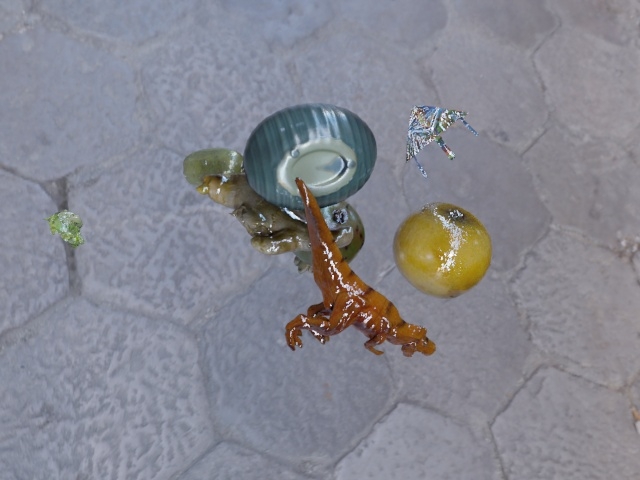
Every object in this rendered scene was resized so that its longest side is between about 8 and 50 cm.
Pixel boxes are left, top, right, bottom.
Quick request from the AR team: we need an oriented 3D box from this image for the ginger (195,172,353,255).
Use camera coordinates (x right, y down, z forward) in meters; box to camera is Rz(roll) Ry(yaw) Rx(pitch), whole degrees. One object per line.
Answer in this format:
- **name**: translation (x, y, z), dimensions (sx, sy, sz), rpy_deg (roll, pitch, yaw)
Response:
- **ginger**: translation (-0.105, -0.049, 1.359), dimensions (0.333, 0.080, 0.166), rpy_deg (38, 56, 25)

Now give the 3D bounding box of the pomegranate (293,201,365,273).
- **pomegranate**: translation (-0.007, -0.011, 1.571), dimensions (0.179, 0.210, 0.179), rpy_deg (32, 47, -42)

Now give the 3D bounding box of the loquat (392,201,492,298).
- **loquat**: translation (0.318, 0.020, 1.791), dimensions (0.263, 0.263, 0.263), rpy_deg (8, 64, -18)

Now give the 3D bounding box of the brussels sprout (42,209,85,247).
- **brussels sprout**: translation (-0.488, -0.023, 1.331), dimensions (0.058, 0.085, 0.085), rpy_deg (-39, 84, -28)

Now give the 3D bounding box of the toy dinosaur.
- **toy dinosaur**: translation (0.025, 0.107, 1.195), dimensions (0.432, 0.208, 0.097), rpy_deg (45, 24, -25)

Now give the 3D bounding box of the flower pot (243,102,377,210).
- **flower pot**: translation (-0.017, -0.149, 1.226), dimensions (0.243, 0.157, 0.189), rpy_deg (-12, 115, -7)

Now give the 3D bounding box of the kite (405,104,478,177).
- **kite**: translation (0.260, -0.247, 1.568), dimensions (0.183, 0.010, 0.160), rpy_deg (-39, 105, 4)

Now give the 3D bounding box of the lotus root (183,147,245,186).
- **lotus root**: translation (-0.236, -0.168, 1.577), dimensions (0.077, 0.183, 0.090), rpy_deg (-38, 127, -60)
